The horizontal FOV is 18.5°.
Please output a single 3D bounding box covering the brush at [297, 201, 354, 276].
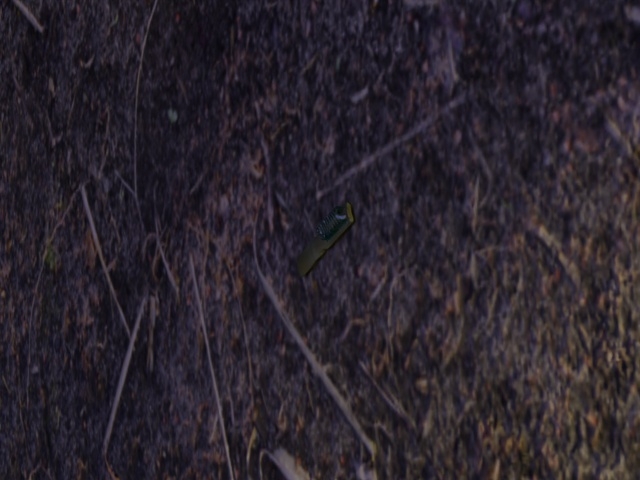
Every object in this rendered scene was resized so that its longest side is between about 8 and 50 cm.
[{"bbox_3d":[0.000,0.000,1.377,0.083,0.013,0.016,-50,50,51],"label":"brush"}]
